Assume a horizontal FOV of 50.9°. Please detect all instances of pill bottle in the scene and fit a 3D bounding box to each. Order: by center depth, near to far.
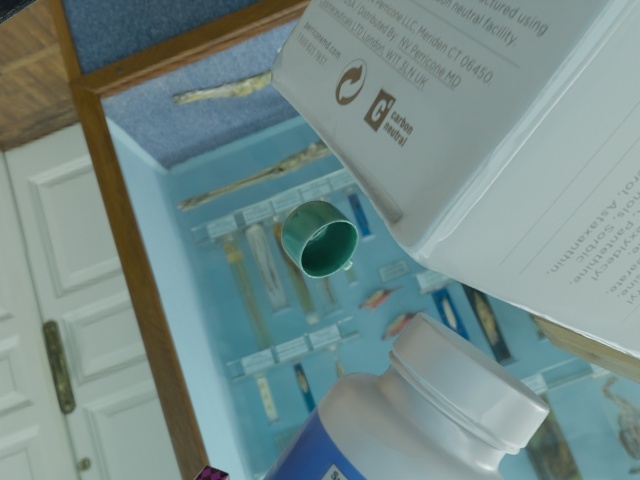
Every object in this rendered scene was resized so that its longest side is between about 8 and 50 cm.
[{"bbox_3d":[0.030,0.157,0.394,0.221,0.124,0.124,-54,159,3],"label":"pill bottle"}]

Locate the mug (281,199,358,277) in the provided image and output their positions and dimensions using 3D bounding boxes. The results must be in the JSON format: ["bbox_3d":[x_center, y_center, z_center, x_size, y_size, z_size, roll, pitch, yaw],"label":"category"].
[{"bbox_3d":[-0.008,0.000,1.263,0.130,0.097,0.157,-23,137,-22],"label":"mug"}]

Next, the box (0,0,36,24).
[{"bbox_3d":[-0.677,-0.608,1.347,0.293,0.073,0.295,-33,132,-2],"label":"box"}]

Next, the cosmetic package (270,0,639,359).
[{"bbox_3d":[0.236,-0.132,0.566,0.394,0.329,0.327,23,111,-33],"label":"cosmetic package"}]

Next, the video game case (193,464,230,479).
[{"bbox_3d":[-0.173,0.420,0.784,0.042,0.210,0.232,11,-152,21],"label":"video game case"}]

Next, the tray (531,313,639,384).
[{"bbox_3d":[0.450,0.089,0.834,0.203,0.076,0.411,-37,-171,-5],"label":"tray"}]
